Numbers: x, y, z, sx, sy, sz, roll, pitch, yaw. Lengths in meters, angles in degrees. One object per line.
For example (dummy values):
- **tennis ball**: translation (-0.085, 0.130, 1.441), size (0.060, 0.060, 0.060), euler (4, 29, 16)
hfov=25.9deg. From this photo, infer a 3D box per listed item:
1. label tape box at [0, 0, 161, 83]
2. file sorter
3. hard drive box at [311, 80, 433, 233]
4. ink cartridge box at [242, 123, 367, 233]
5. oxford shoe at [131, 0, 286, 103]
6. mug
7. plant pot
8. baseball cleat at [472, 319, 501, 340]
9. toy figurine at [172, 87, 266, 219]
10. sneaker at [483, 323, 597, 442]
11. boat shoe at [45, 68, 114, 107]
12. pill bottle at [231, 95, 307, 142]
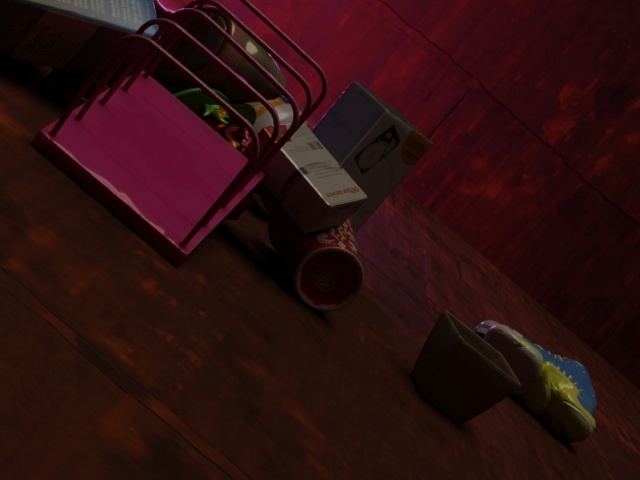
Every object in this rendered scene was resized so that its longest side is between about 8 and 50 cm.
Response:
- **label tape box**: translation (-0.368, -0.343, 1.647), size (0.333, 0.106, 0.241), euler (11, 54, -39)
- **file sorter**: translation (-0.137, -0.146, 1.551), size (0.202, 0.182, 0.291), euler (41, 25, -2)
- **hard drive box**: translation (0.044, -0.118, 2.228), size (0.089, 0.232, 0.181), euler (46, 11, 30)
- **ink cartridge box**: translation (-0.020, -0.079, 1.746), size (0.135, 0.056, 0.099), euler (50, 29, 16)
- **oxford shoe**: translation (-0.204, -0.248, 1.946), size (0.146, 0.140, 0.397), euler (33, -6, -39)
- **mug**: translation (-0.019, 0.010, 1.805), size (0.150, 0.113, 0.169), euler (17, 21, -17)
- **plant pot**: translation (0.180, 0.173, 1.822), size (0.109, 0.096, 0.109), euler (38, 10, -16)
- **baseball cleat**: translation (0.334, 0.224, 2.368), size (0.206, 0.072, 0.109), euler (41, 25, 12)
- **toy figurine**: translation (-0.126, -0.095, 1.786), size (0.173, 0.130, 0.159), euler (-4, 52, -38)
- **sneaker**: translation (0.369, 0.222, 2.308), size (0.240, 0.091, 0.126), euler (51, 35, -1)
- **boat shoe**: translation (-0.280, -0.194, 1.799), size (0.064, 0.060, 0.178), euler (45, 10, 26)
- **pill bottle**: translation (-0.117, -0.171, 2.065), size (0.272, 0.152, 0.152), euler (43, 9, 19)
